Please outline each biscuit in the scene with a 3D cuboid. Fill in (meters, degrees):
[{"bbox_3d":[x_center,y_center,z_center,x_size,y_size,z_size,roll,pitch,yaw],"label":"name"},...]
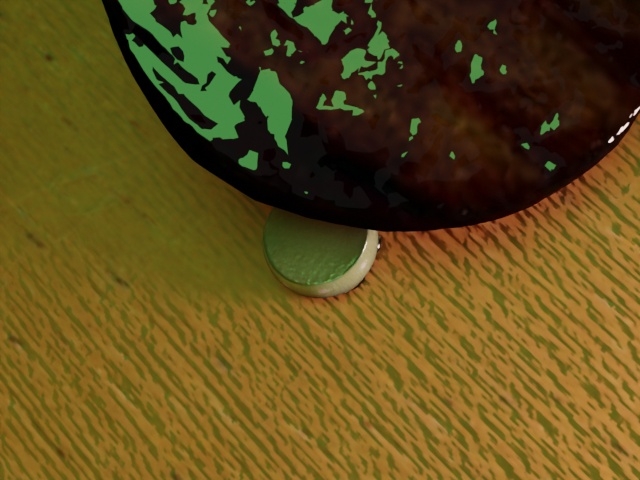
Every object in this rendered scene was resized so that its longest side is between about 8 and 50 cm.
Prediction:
[{"bbox_3d":[0.050,-0.204,0.721,0.407,0.091,0.407,0,87,-6],"label":"biscuit"}]

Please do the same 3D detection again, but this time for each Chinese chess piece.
[{"bbox_3d":[0.000,0.000,0.756,0.084,0.034,0.084,-4,71,12],"label":"Chinese chess piece"}]
